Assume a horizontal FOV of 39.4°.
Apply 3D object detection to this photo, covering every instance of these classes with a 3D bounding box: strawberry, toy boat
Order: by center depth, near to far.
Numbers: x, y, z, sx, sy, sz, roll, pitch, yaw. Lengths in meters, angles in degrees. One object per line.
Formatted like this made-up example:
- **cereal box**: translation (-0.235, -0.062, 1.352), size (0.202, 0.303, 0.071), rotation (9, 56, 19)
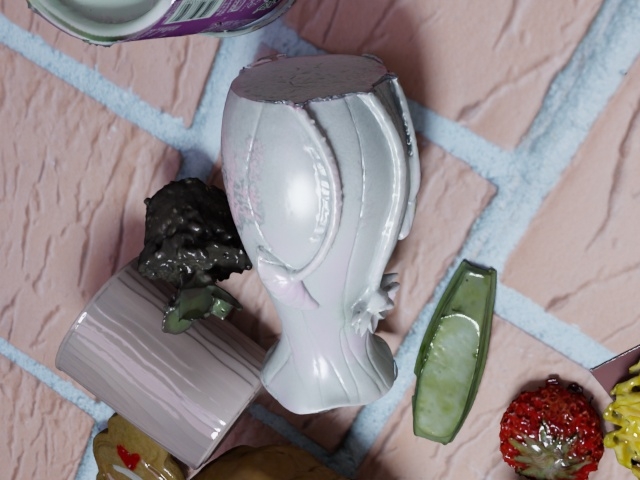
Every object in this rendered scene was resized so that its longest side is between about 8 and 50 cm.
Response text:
- **strawberry**: translation (0.305, 0.262, 1.181), size (0.145, 0.086, 0.145), rotation (12, 119, 22)
- **toy boat**: translation (0.176, 0.167, 1.214), size (0.093, 0.055, 0.293), rotation (18, 120, 14)

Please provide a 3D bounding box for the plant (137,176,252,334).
- **plant**: translation (-0.172, 0.024, 1.223), size (0.142, 0.131, 0.203), rotation (-31, 64, 27)

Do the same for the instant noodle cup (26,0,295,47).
- **instant noodle cup**: translation (-0.196, -0.374, 1.013), size (0.340, 0.266, 0.340), rotation (11, 117, 22)

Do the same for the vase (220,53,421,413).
- **vase**: translation (0.000, 0.000, 1.124), size (0.250, 0.250, 0.445), rotation (8, 121, 22)

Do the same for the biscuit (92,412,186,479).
- **biscuit**: translation (-0.329, 0.408, 1.560), size (0.183, 0.047, 0.320), rotation (46, 131, 7)

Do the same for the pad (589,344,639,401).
- **pad**: translation (0.510, 0.172, 1.088), size (0.300, 0.005, 0.202), rotation (-36, 95, 33)

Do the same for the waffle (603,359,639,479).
- **waffle**: translation (0.480, 0.237, 1.065), size (0.262, 0.060, 0.280), rotation (36, 135, 12)

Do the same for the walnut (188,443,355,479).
- **walnut**: translation (-0.059, 0.468, 1.285), size (0.354, 0.398, 0.308), rotation (24, 88, 15)

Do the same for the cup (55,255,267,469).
- **cup**: translation (-0.241, 0.201, 1.337), size (0.273, 0.208, 0.288), rotation (36, 122, 5)
